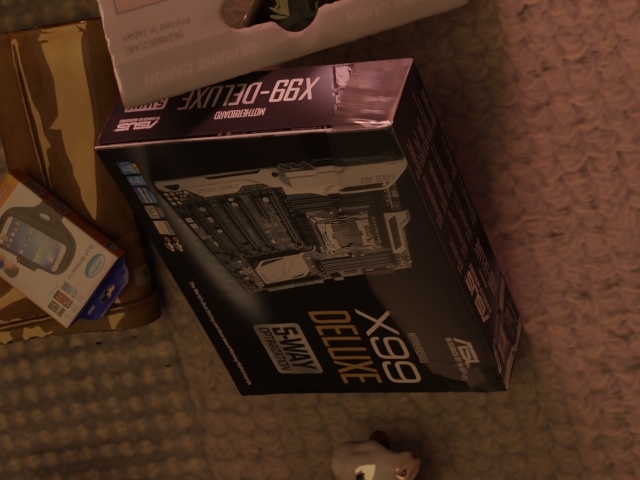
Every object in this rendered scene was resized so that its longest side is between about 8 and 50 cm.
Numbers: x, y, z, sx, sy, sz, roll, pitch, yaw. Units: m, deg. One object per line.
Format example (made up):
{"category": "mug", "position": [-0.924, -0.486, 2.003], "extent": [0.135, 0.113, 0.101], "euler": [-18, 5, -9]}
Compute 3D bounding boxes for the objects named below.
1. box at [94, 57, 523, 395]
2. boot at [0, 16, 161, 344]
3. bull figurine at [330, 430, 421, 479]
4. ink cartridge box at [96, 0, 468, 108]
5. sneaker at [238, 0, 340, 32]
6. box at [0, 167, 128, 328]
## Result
{"category": "box", "position": [0.000, 0.000, 1.438], "extent": [0.242, 0.076, 0.307], "euler": [-2, 138, 24]}
{"category": "boot", "position": [-0.262, -0.051, 1.627], "extent": [0.236, 0.089, 0.270], "euler": [-8, 101, 12]}
{"category": "bull figurine", "position": [0.039, 0.312, 1.571], "extent": [0.188, 0.101, 0.310], "euler": [36, 114, 10]}
{"category": "ink cartridge box", "position": [-0.076, -0.322, 1.365], "extent": [0.091, 0.308, 0.385], "euler": [7, 115, 63]}
{"category": "sneaker", "position": [0.009, -0.210, 1.461], "extent": [0.192, 0.086, 0.064], "euler": [-41, 85, 26]}
{"category": "box", "position": [-0.232, 0.011, 1.574], "extent": [0.136, 0.028, 0.081], "euler": [38, 106, 4]}
